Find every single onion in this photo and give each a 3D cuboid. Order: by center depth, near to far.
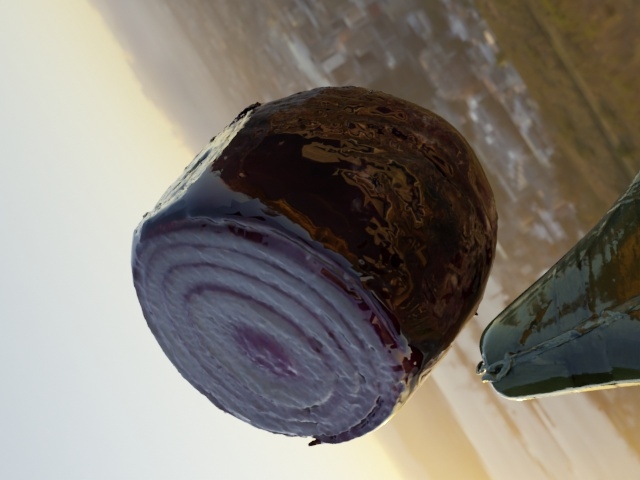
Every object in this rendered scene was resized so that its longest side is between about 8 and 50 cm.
[{"bbox_3d":[0.000,0.000,0.996,0.282,0.260,0.336,34,145,-2],"label":"onion"}]

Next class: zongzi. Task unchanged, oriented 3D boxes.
[{"bbox_3d":[0.115,0.011,0.509,0.052,0.104,0.113,21,-119,-78],"label":"zongzi"}]
